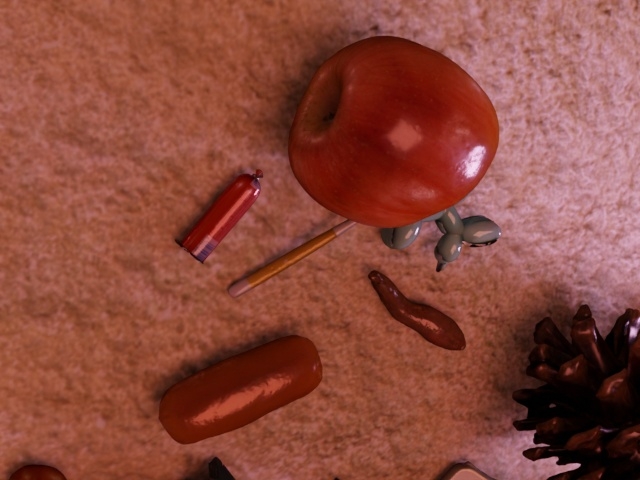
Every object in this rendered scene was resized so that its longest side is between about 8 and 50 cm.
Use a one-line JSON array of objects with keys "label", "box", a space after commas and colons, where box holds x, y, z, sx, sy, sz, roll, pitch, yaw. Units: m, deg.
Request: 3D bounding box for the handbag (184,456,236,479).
[{"label": "handbag", "box": [-0.085, 0.464, 1.690, 0.079, 0.247, 0.260, -35, 123, -3]}]

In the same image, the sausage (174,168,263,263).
[{"label": "sausage", "box": [-0.126, -0.038, 1.557, 0.145, 0.050, 0.048, -50, 150, 3]}]

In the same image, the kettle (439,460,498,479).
[{"label": "kettle", "box": [0.231, 0.497, 1.933, 0.211, 0.160, 0.243, 34, 91, -3]}]

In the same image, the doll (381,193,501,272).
[{"label": "doll", "box": [0.160, -0.033, 1.676, 0.158, 0.059, 0.159, -36, 114, -4]}]

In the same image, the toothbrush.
[{"label": "toothbrush", "box": [0.000, 0.000, 1.626, 0.288, 0.024, 0.021, -30, 87, 2]}]

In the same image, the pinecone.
[{"label": "pinecone", "box": [0.459, 0.263, 1.818, 0.384, 0.384, 0.384, -10, 117, -20]}]

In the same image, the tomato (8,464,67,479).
[{"label": "tomato", "box": [-0.380, 0.346, 1.603, 0.087, 0.075, 0.087, -11, 116, -24]}]

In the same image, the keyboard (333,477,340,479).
[{"label": "keyboard", "box": [0.081, 0.453, 1.859, 0.202, 0.011, 0.067, 40, 95, -10]}]

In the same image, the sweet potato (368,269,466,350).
[{"label": "sweet potato", "box": [0.134, 0.102, 1.740, 0.214, 0.050, 0.050, 36, 96, -29]}]

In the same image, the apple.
[{"label": "apple", "box": [0.096, -0.128, 1.501, 0.241, 0.242, 0.242, 25, 102, -30]}]

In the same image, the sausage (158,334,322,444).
[{"label": "sausage", "box": [-0.111, 0.207, 1.651, 0.238, 0.098, 0.098, -23, 121, -15]}]
